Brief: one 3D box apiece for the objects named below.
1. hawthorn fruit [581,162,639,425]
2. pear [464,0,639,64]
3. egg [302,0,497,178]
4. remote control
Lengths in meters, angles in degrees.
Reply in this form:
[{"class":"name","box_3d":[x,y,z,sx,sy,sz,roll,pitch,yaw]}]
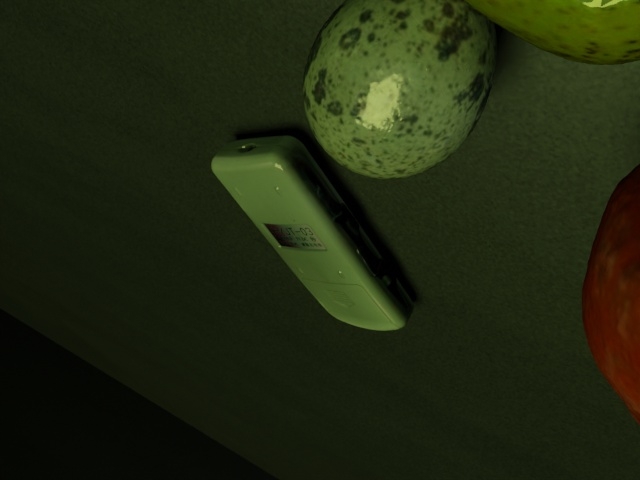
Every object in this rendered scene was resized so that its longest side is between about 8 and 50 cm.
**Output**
[{"class":"hawthorn fruit","box_3d":[0.271,0.029,0.466,0.242,0.242,0.272,49,-179,-25]},{"class":"pear","box_3d":[0.110,-0.195,0.329,0.292,0.159,0.292,27,154,14]},{"class":"egg","box_3d":[0.058,-0.120,0.532,0.132,0.132,0.172,36,141,0]},{"class":"remote control","box_3d":[0.000,0.000,0.868,0.140,0.056,0.296,5,141,48]}]
